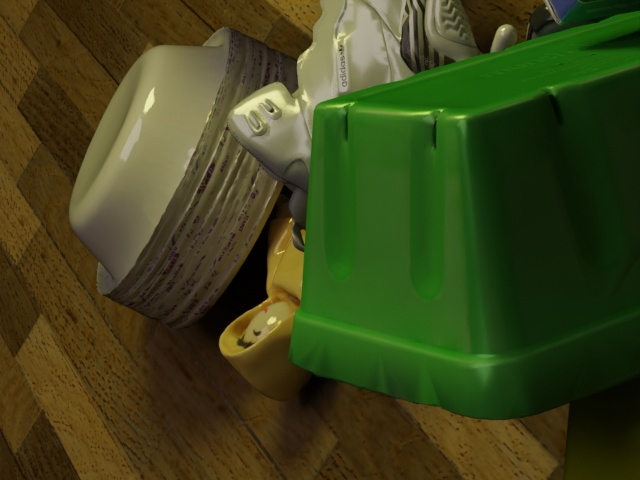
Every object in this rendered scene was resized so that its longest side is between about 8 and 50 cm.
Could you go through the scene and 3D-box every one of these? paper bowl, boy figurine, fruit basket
[{"bbox_3d":[-0.137,-0.070,1.846,0.284,0.148,0.284,-57,18,29],"label":"paper bowl"},{"bbox_3d":[0.000,0.000,1.710,0.177,0.092,0.285,23,84,56],"label":"boy figurine"},{"bbox_3d":[0.196,0.059,1.206,0.283,0.392,0.392,11,77,58],"label":"fruit basket"}]

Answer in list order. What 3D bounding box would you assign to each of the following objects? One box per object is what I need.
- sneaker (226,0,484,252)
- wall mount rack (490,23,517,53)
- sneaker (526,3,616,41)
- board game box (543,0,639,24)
[{"bbox_3d":[0.017,-0.170,1.601,0.210,0.137,0.366,-22,76,12],"label":"sneaker"},{"bbox_3d":[0.217,-0.296,1.507,0.304,0.130,0.350,118,156,-46],"label":"wall mount rack"},{"bbox_3d":[0.203,-0.084,1.372,0.083,0.223,0.098,-11,62,18],"label":"sneaker"},{"bbox_3d":[0.270,-0.279,1.176,0.141,0.232,0.291,66,148,17],"label":"board game box"}]
